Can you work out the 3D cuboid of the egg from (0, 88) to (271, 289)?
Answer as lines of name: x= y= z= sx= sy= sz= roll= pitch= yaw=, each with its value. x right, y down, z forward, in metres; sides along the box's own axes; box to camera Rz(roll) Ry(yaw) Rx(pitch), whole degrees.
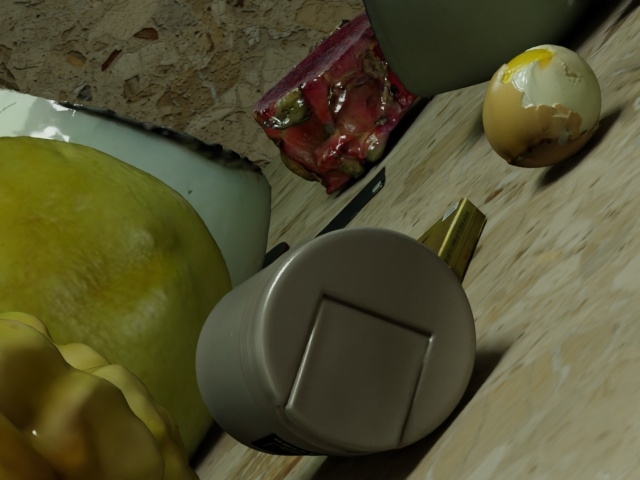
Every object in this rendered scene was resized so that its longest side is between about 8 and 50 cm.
egg: x=-0.247 y=0.050 z=1.661 sx=0.354 sy=0.354 sz=0.340 roll=168 pitch=118 yaw=-79

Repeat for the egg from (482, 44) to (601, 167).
egg: x=0.134 y=-0.080 z=1.032 sx=0.071 sy=0.071 sz=0.083 roll=-51 pitch=6 yaw=-30

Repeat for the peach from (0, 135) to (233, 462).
peach: x=-0.236 y=0.082 z=1.360 sx=0.314 sy=0.315 sz=0.281 roll=-50 pitch=6 yaw=-35

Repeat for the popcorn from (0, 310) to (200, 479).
popcorn: x=-0.253 y=0.158 z=0.927 sx=0.349 sy=0.382 sz=0.349 roll=-34 pitch=20 yaw=14

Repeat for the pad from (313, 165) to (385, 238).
pad: x=0.000 y=0.000 z=1.730 sx=0.193 sy=0.004 sz=0.116 roll=-47 pitch=6 yaw=11

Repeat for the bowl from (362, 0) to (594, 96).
bowl: x=0.155 y=-0.300 z=1.372 sx=0.185 sy=0.354 sz=0.354 roll=-3 pitch=26 yaw=20

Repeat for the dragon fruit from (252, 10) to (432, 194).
dragon fruit: x=0.027 y=-0.146 z=1.919 sx=0.211 sy=0.147 sz=0.282 roll=-32 pitch=16 yaw=30

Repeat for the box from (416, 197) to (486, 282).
box: x=0.058 y=0.031 z=1.069 sx=0.090 sy=0.023 sz=0.133 roll=-42 pitch=8 yaw=26

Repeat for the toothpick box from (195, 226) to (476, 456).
toothpick box: x=0.002 y=0.058 z=0.878 sx=0.111 sy=0.111 sz=0.180 roll=-49 pitch=6 yaw=-16

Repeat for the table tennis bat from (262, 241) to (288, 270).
table tennis bat: x=-0.135 y=0.098 z=1.947 sx=0.274 sy=0.021 sz=0.154 roll=-43 pitch=7 yaw=15
